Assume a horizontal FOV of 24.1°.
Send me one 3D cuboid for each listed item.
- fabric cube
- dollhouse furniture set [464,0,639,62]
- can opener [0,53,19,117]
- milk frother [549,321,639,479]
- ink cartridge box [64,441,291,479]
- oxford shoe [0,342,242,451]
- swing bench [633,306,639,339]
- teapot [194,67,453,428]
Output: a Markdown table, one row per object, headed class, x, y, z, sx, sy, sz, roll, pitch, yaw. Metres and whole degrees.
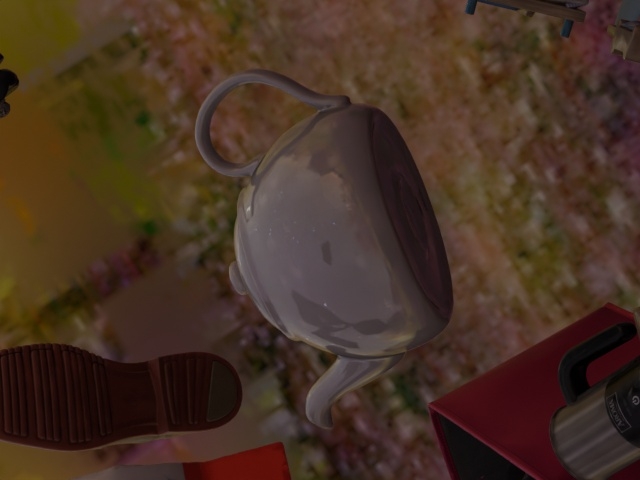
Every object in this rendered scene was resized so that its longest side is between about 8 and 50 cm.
| class | x | y | z | sx | sy | sz | roll | pitch | yaw |
| --- | --- | --- | --- | --- | --- | --- | --- | --- | --- |
| fabric cube | 0.314 | 0.263 | 1.642 | 0.254 | 0.258 | 0.259 | 27 | 140 | 60 |
| dollhouse furniture set | 0.262 | -0.306 | 1.509 | 0.286 | 0.303 | 0.198 | -121 | 43 | -70 |
| can opener | -0.413 | -0.134 | 1.666 | 0.073 | 0.186 | 0.059 | 45 | 173 | 11 |
| milk frother | 0.310 | 0.152 | 1.419 | 0.135 | 0.143 | 0.129 | -42 | 44 | 44 |
| ink cartridge box | -0.130 | 0.285 | 1.319 | 0.066 | 0.232 | 0.189 | 60 | -166 | -66 |
| oxford shoe | -0.309 | 0.221 | 1.987 | 0.146 | 0.396 | 0.141 | -31 | 57 | 59 |
| swing bench | 0.346 | 0.037 | 0.931 | 0.255 | 0.253 | 0.165 | 77 | 170 | -65 |
| teapot | 0.000 | 0.000 | 1.392 | 0.252 | 0.187 | 0.256 | 53 | -156 | -50 |
